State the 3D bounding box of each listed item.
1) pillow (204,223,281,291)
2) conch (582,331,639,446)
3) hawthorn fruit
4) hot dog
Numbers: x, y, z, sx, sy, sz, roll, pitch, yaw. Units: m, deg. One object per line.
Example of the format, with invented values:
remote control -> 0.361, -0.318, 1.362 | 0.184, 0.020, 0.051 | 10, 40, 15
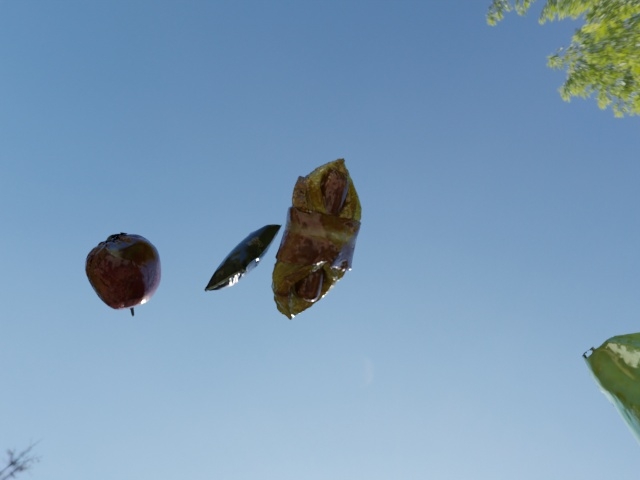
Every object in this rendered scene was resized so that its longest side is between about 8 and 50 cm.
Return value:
pillow -> -0.122, 0.027, 0.845 | 0.048, 0.150, 0.090 | 40, -55, -5
conch -> 0.358, 0.176, 0.432 | 0.137, 0.250, 0.143 | 31, -61, -27
hawthorn fruit -> -0.388, 0.070, 1.037 | 0.148, 0.148, 0.172 | -6, -75, 25
hot dog -> 0.000, 0.001, 0.786 | 0.093, 0.123, 0.261 | 22, -78, 57
